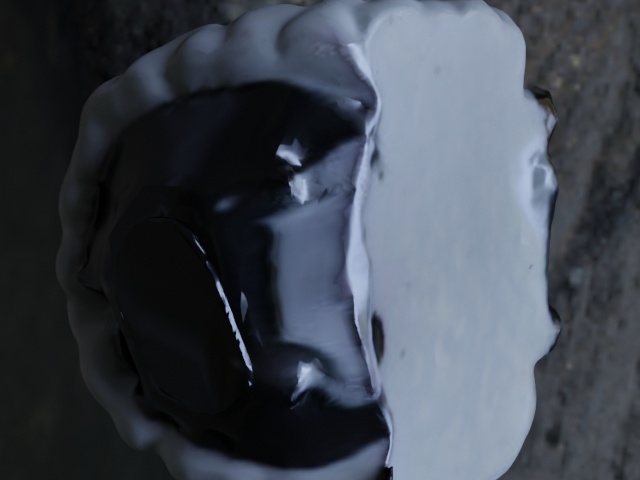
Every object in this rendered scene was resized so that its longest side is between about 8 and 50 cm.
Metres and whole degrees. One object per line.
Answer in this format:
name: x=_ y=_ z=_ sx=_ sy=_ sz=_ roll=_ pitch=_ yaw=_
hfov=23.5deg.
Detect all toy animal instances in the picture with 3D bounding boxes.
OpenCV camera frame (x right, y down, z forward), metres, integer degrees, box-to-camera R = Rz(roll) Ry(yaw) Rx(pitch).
toy animal: x=0.000 y=0.000 z=0.650 sx=0.204 sy=0.156 sz=0.208 roll=-17 pitch=108 yaw=-50
